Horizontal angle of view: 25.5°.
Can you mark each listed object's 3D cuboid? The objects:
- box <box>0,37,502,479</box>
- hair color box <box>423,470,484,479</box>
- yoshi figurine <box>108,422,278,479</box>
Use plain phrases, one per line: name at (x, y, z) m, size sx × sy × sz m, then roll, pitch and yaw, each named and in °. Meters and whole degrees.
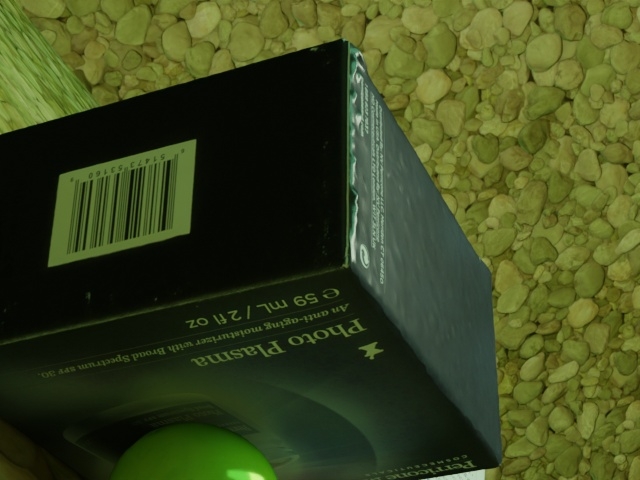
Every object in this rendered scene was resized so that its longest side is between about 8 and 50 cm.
box at (-0.057, 0.050, 0.981) m, size 0.294 × 0.296 × 0.182 m, roll 51°, pitch 32°, yaw -50°
hair color box at (0.060, 0.258, 1.267) m, size 0.185 × 0.110 × 0.338 m, roll 52°, pitch 32°, yaw -36°
yoshi figurine at (-0.020, 0.232, 0.928) m, size 0.203 × 0.203 × 0.362 m, roll 28°, pitch -11°, yaw 45°
